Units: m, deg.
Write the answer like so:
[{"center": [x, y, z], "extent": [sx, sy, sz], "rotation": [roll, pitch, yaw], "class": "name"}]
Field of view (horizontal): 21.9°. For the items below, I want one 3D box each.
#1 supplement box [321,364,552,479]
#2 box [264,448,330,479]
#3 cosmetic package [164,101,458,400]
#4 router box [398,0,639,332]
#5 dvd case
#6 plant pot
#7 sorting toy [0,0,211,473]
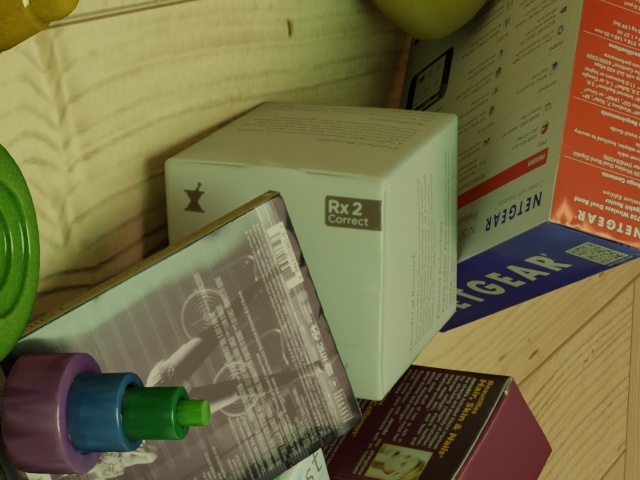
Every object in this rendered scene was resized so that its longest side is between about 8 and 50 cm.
[{"center": [0.048, 0.146, 1.131], "extent": [0.104, 0.188, 0.081], "rotation": [-56, 131, -30], "class": "supplement box"}, {"center": [-0.087, 0.276, 1.063], "extent": [0.262, 0.127, 0.231], "rotation": [-58, 147, -41], "class": "box"}, {"center": [0.000, 0.000, 1.125], "extent": [0.183, 0.151, 0.151], "rotation": [-40, 132, -63], "class": "cosmetic package"}, {"center": [0.153, -0.106, 1.276], "extent": [0.335, 0.082, 0.301], "rotation": [150, -46, -66], "class": "router box"}, {"center": [-0.088, 0.092, 0.974], "extent": [0.221, 0.018, 0.164], "rotation": [-30, 114, -25], "class": "dvd case"}, {"center": [0.070, -0.236, 1.286], "extent": [0.095, 0.134, 0.134], "rotation": [23, 73, -34], "class": "plant pot"}, {"center": [-0.132, -0.014, 0.772], "extent": [0.127, 0.126, 0.365], "rotation": [-76, 157, -43], "class": "sorting toy"}]
